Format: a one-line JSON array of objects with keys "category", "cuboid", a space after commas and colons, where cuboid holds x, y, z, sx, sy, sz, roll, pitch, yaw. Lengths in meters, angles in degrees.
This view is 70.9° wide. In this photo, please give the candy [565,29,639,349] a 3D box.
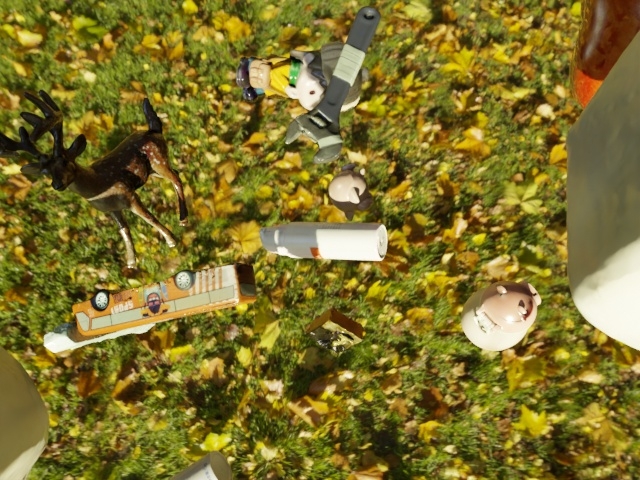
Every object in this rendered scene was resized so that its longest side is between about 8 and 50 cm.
[{"category": "candy", "cuboid": [0.276, -0.093, 0.232, 0.145, 0.359, 0.208, 13, 57, 4]}]

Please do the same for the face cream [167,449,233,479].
[{"category": "face cream", "cuboid": [-0.294, 0.510, 0.874, 0.250, 0.077, 0.077, -33, 71, 1]}]

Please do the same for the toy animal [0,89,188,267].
[{"category": "toy animal", "cuboid": [-0.280, -0.091, 0.596, 0.087, 0.260, 0.243, -12, 36, 16]}]

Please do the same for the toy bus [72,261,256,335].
[{"category": "toy bus", "cuboid": [-0.328, 0.121, 0.929, 0.408, 0.093, 0.092, -14, 81, 19]}]

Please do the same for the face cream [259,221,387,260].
[{"category": "face cream", "cuboid": [0.000, 0.000, 1.206, 0.345, 0.102, 0.102, 1, 60, 26]}]

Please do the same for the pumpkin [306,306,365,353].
[{"category": "pumpkin", "cuboid": [0.027, 0.168, 0.815, 0.083, 0.074, 0.054, 32, 40, -17]}]

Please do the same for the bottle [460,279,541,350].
[{"category": "bottle", "cuboid": [0.410, 0.163, 1.019, 0.147, 0.236, 0.148, -3, 69, 7]}]

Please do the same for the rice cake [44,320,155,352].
[{"category": "rice cake", "cuboid": [-0.518, 0.211, 1.088, 0.066, 0.336, 0.063, -23, 82, 9]}]

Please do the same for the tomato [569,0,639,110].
[{"category": "tomato", "cuboid": [0.452, -0.281, 0.570, 0.226, 0.299, 0.299, 10, 61, 20]}]

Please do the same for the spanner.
[{"category": "spanner", "cuboid": [0.030, -0.258, 0.709, 0.087, 0.024, 0.316, 19, 70, 1]}]

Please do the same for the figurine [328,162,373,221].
[{"category": "figurine", "cuboid": [0.084, -0.136, 1.249, 0.125, 0.125, 0.138, -7, 62, -10]}]

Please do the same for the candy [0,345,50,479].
[{"category": "candy", "cuboid": [-0.370, 0.085, 0.214, 0.426, 0.386, 0.186, 21, 90, 6]}]

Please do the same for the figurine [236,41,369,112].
[{"category": "figurine", "cuboid": [-0.045, -0.437, 1.188, 0.332, 0.185, 0.205, 22, 78, 16]}]
